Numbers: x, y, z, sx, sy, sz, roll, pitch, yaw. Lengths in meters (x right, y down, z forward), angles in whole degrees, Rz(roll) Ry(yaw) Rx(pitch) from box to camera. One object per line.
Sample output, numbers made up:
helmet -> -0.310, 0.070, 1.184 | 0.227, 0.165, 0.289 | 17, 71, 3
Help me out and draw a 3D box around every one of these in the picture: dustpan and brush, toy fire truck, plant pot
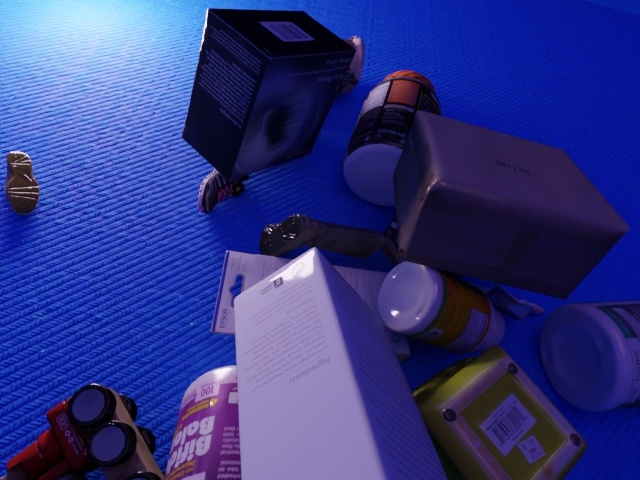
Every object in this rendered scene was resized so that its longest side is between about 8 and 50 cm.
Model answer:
dustpan and brush -> 0.419, 0.136, 0.941 | 0.211, 0.147, 0.060 | 32, 88, -28
toy fire truck -> -0.352, 0.343, 0.575 | 0.247, 0.158, 0.217 | -34, 69, -18
plant pot -> 0.254, 0.317, 0.697 | 0.228, 0.207, 0.227 | -26, 66, -27

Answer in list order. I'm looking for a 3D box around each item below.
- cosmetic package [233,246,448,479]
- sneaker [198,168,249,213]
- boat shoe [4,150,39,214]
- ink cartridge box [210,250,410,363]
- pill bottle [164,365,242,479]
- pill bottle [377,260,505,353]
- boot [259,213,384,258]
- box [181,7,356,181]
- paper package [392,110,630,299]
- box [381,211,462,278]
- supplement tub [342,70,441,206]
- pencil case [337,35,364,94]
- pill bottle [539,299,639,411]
cosmetic package -> 0.029, 0.244, 0.537 | 0.162, 0.230, 0.453 | -33, 35, 11
sneaker -> -0.212, -0.120, 0.972 | 0.075, 0.063, 0.170 | 19, 48, 6
boat shoe -> -0.612, -0.110, 0.881 | 0.056, 0.048, 0.152 | -4, 61, -45
ink cartridge box -> -0.012, 0.130, 0.848 | 0.372, 0.069, 0.175 | 10, 55, -10
pill bottle -> -0.119, 0.328, 0.558 | 0.170, 0.169, 0.301 | 7, 30, -10
pill bottle -> 0.238, 0.136, 0.818 | 0.246, 0.136, 0.136 | 25, 47, -33
boot -> 0.000, 0.002, 0.917 | 0.209, 0.190, 0.075 | 4, 77, -38
box -> -0.114, -0.324, 0.963 | 0.183, 0.293, 0.296 | 43, 43, 14
paper package -> 0.311, -0.078, 0.798 | 0.326, 0.168, 0.309 | 14, 38, -5
box -> 0.285, -0.006, 0.971 | 0.248, 0.142, 0.163 | -18, 61, -27
supplement tub -> 0.189, -0.267, 1.088 | 0.207, 0.207, 0.337 | 21, 53, 0
pencil case -> -0.078, -0.510, 1.220 | 0.411, 0.160, 0.183 | -2, 71, -15
pill bottle -> 0.658, 0.220, 0.867 | 0.362, 0.204, 0.204 | 0, 56, -14
